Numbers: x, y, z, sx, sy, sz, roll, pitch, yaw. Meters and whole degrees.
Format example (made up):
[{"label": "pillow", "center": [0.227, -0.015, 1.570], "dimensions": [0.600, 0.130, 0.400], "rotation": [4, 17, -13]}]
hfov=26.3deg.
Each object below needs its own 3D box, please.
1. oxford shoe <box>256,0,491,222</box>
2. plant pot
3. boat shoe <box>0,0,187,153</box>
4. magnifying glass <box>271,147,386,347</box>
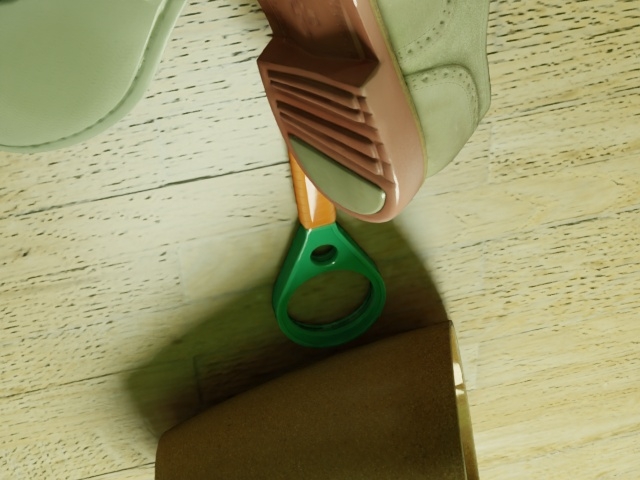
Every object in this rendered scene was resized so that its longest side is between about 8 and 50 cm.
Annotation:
[{"label": "oxford shoe", "center": [0.023, -0.206, 0.833], "dimensions": [0.146, 0.140, 0.397], "rotation": [-38, 136, -28]}, {"label": "plant pot", "center": [0.000, 0.198, 1.127], "dimensions": [0.254, 0.237, 0.237], "rotation": [-7, 135, 7]}, {"label": "boat shoe", "center": [-0.133, -0.168, 0.790], "dimensions": [0.127, 0.113, 0.340], "rotation": [24, 144, -16]}, {"label": "magnifying glass", "center": [0.000, 0.000, 1.063], "dimensions": [0.092, 0.026, 0.231], "rotation": [-14, 136, -6]}]
